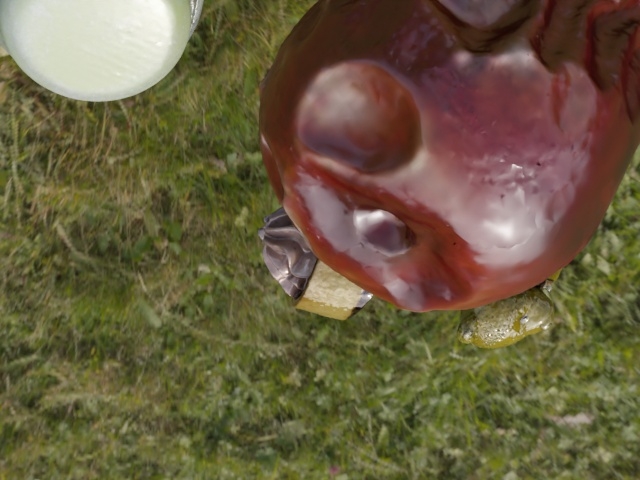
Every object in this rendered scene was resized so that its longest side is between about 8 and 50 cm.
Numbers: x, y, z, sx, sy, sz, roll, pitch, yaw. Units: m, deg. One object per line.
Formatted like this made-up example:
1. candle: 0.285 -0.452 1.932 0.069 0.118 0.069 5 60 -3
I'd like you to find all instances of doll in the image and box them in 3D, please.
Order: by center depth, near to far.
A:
1. doll: 0.230 0.033 0.996 0.137 0.097 0.209 21 104 -53

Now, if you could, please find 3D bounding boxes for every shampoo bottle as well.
1. shampoo bottle: -0.336 -0.386 1.367 0.322 0.317 0.322 -8 134 -9

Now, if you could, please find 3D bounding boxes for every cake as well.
1. cake: 0.000 0.000 1.358 0.178 0.185 0.208 30 97 -11

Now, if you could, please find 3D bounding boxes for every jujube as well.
1. jujube: 0.079 -0.075 0.417 0.230 0.155 0.155 -44 114 -29
